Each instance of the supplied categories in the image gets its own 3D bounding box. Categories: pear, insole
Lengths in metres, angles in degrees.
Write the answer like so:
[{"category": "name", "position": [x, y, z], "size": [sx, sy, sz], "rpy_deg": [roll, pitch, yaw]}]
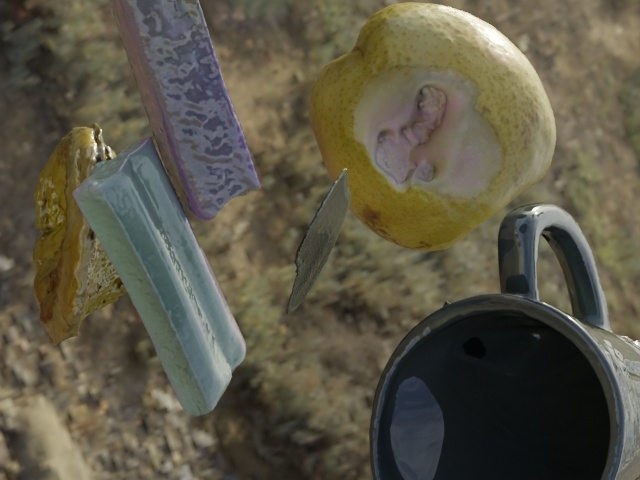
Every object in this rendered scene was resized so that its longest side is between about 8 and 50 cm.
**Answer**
[{"category": "pear", "position": [0.119, -0.128, 1.803], "size": [0.271, 0.271, 0.271], "rpy_deg": [30, 49, -42]}, {"category": "insole", "position": [0.001, 0.000, 0.980], "size": [0.003, 0.232, 0.080], "rpy_deg": [29, 79, 4]}]

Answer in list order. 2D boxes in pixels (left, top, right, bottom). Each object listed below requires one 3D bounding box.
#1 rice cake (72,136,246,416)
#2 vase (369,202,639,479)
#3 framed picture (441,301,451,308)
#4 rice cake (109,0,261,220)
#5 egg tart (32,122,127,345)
[{"category": "rice cake", "position": [-0.113, 0.026, 1.234], "size": [0.080, 0.042, 0.221], "rpy_deg": [-56, 134, -41]}, {"category": "vase", "position": [0.158, 0.104, 1.063], "size": [0.301, 0.156, 0.251], "rpy_deg": [8, 82, -63]}, {"category": "framed picture", "position": [0.158, 0.172, 1.870], "size": [0.168, 0.128, 0.023], "rpy_deg": [-62, 155, -2]}, {"category": "rice cake", "position": [-0.117, -0.169, 1.141], "size": [0.070, 0.064, 0.399], "rpy_deg": [-123, -168, -50]}, {"category": "egg tart", "position": [-0.247, -0.006, 1.755], "size": [0.106, 0.241, 0.241], "rpy_deg": [7, 62, -19]}]
